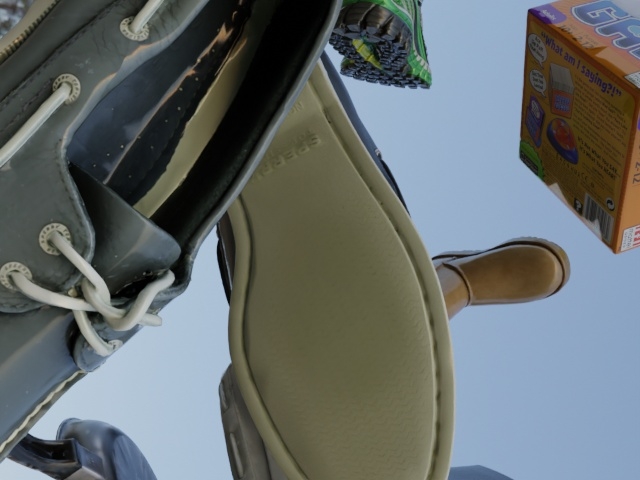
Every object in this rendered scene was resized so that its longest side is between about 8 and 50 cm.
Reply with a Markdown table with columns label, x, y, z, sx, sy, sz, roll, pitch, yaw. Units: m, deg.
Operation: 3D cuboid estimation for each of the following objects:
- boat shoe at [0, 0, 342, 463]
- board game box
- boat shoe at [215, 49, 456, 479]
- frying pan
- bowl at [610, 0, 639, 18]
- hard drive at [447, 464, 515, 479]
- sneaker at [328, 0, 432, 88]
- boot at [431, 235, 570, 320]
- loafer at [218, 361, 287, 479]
| label | x | y | z | sx | sy | sz | roll | pitch | yaw |
| --- | --- | --- | --- | --- | --- | --- | --- | --- | --- |
| boat shoe | -0.099 | -0.010 | 0.332 | 0.099 | 0.116 | 0.320 | 20 | -109 | 40 |
| board game box | 0.634 | -0.260 | 1.641 | 0.357 | 0.356 | 0.356 | -121 | -163 | -47 |
| boat shoe | -0.004 | 0.001 | 0.518 | 0.127 | 0.113 | 0.340 | -27 | -101 | 10 |
| frying pan | -0.202 | 0.193 | 0.737 | 0.197 | 0.053 | 0.326 | -120 | -174 | -64 |
| bowl | 0.157 | -0.188 | 0.425 | 0.053 | 0.142 | 0.142 | -22 | -98 | 35 |
| hard drive | 0.296 | 0.472 | 1.559 | 0.254 | 0.171 | 0.054 | -171 | -97 | -69 |
| sneaker | 0.097 | -0.296 | 1.154 | 0.343 | 0.134 | 0.147 | 32 | 70 | -82 |
| boot | 0.163 | 0.087 | 1.095 | 0.236 | 0.269 | 0.089 | -12 | -80 | 44 |
| loafer | -0.021 | 0.211 | 0.655 | 0.111 | 0.112 | 0.320 | -33 | -139 | 20 |
